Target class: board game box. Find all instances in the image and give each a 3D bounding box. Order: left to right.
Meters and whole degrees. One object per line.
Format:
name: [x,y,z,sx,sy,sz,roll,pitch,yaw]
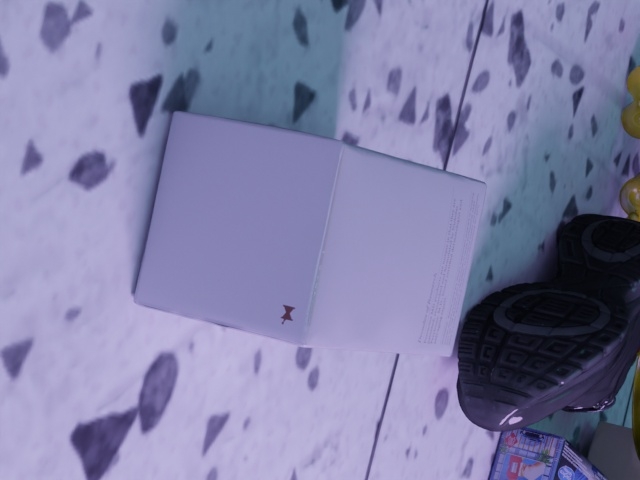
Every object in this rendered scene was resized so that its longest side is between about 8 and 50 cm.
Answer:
board game box: [0.174,0.273,1.365,0.194,0.060,0.194,43,67,-43]

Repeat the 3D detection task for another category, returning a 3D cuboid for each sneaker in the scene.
sneaker: [0.189,0.085,1.306,0.286,0.109,0.130,-33,134,-50]

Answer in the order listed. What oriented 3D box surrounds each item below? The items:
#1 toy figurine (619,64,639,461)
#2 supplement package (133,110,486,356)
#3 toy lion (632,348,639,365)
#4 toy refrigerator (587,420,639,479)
toy figurine: [0.383,0.015,1.411,0.217,0.191,0.362,-1,96,-28]
supplement package: [0.000,0.000,0.932,0.179,0.105,0.105,10,93,-62]
toy lion: [0.265,0.084,1.514,0.100,0.034,0.096,-66,157,-19]
toy refrigerator: [0.246,0.302,1.496,0.102,0.094,0.269,47,58,-62]
